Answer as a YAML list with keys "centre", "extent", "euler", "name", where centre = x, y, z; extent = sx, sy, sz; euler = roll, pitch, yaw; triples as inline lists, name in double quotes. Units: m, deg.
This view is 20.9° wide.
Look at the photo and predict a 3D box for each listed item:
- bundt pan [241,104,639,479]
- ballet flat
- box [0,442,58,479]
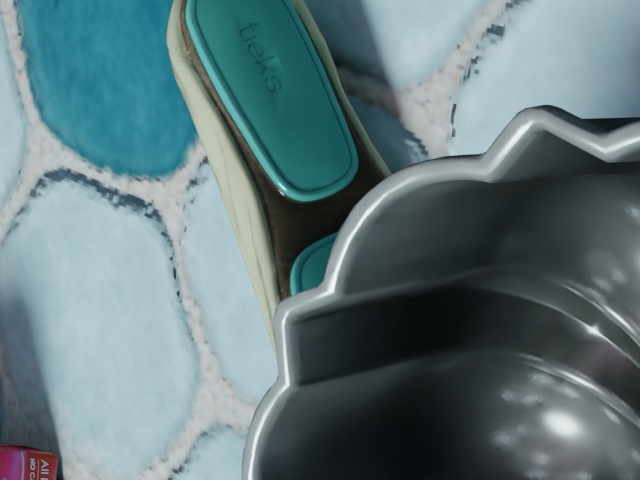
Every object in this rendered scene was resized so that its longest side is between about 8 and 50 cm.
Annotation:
- centre: [0.136, 0.110, 0.548]
  extent: [0.331, 0.124, 0.330]
  euler: [13, 111, 39]
  name: "bundt pan"
- centre: [0.000, 0.000, 0.730]
  extent: [0.086, 0.086, 0.248]
  euler: [-36, 69, 42]
  name: "ballet flat"
- centre: [-0.234, 0.228, 0.911]
  extent: [0.123, 0.128, 0.256]
  euler: [-2, 79, 44]
  name: "box"
